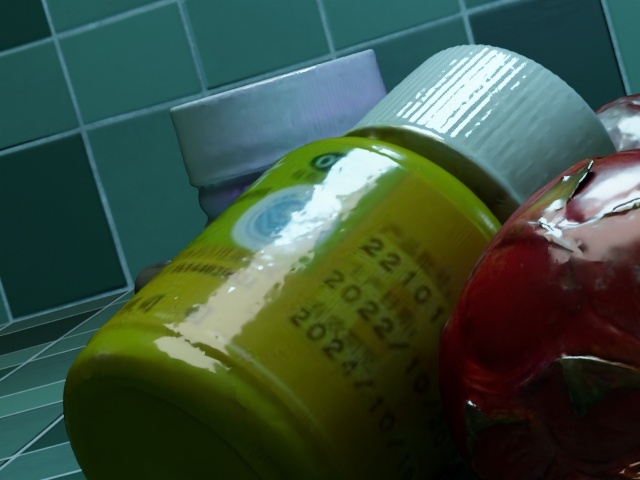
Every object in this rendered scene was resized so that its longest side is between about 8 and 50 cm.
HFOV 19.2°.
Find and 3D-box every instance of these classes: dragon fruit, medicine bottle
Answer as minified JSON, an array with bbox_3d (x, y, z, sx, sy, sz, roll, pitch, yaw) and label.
[{"bbox_3d":[0.186,0.066,1.097,0.241,0.252,0.241,25,3,-2],"label":"dragon fruit"},{"bbox_3d":[0.000,0.000,1.799,0.212,0.325,0.212,-16,4,1],"label":"medicine bottle"},{"bbox_3d":[0.029,0.046,1.256,0.224,0.224,0.384,-10,28,51],"label":"medicine bottle"}]

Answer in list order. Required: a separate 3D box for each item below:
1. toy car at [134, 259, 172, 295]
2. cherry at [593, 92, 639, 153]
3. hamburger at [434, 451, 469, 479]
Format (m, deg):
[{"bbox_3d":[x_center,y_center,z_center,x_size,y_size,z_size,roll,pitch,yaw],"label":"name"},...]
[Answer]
[{"bbox_3d":[-0.055,0.033,2.071,0.341,0.240,0.271,-15,3,-14],"label":"toy car"},{"bbox_3d":[0.333,-0.029,1.675,0.300,0.230,0.203,-4,52,18],"label":"cherry"},{"bbox_3d":[0.015,0.147,1.426,0.231,0.106,0.231,-17,5,2],"label":"hamburger"}]
